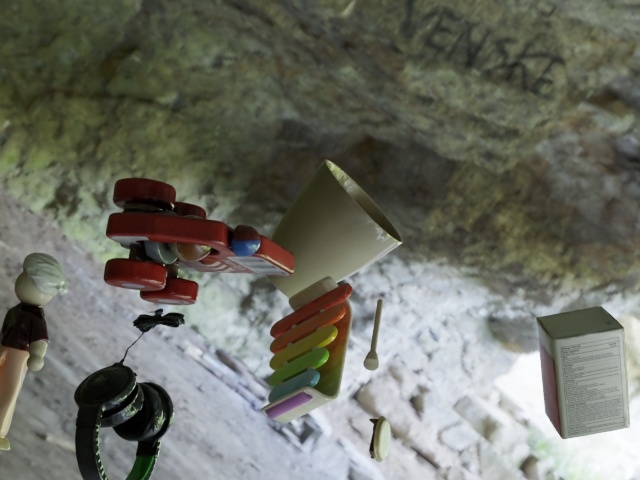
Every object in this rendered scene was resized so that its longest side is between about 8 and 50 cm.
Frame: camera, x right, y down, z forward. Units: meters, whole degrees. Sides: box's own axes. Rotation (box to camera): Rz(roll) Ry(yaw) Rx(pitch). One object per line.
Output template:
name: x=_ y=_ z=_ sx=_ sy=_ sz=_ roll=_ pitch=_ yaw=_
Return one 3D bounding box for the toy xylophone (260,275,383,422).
toy xylophone: x=0.003 y=0.193 z=1.728 sx=0.081 sy=0.236 sz=0.322 roll=45 pitch=24 yaw=-23

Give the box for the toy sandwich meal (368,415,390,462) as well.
toy sandwich meal: x=0.095 y=0.335 z=1.579 sx=0.029 sy=0.085 sz=0.085 roll=1 pitch=-18 yaw=22

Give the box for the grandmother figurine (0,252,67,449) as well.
grandmother figurine: x=-0.533 y=0.187 z=1.639 sx=0.208 sy=0.342 sz=0.104 roll=7 pitch=-13 yaw=43

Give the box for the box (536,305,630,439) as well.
box: x=0.542 y=0.272 z=1.935 sx=0.127 sy=0.149 sz=0.232 roll=-104 pitch=-175 yaw=-73

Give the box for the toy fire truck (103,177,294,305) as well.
toy fire truck: x=-0.198 y=0.006 z=1.526 sx=0.254 sy=0.169 sz=0.302 roll=0 pitch=-14 yaw=17

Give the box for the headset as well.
headset: x=-0.385 y=0.338 z=1.963 sx=0.185 sy=0.394 sz=0.243 roll=-7 pitch=-29 yaw=21

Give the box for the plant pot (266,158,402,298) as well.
plant pot: x=0.000 y=0.000 z=2.128 sx=0.256 sy=0.274 sz=0.256 roll=46 pitch=10 yaw=-10
